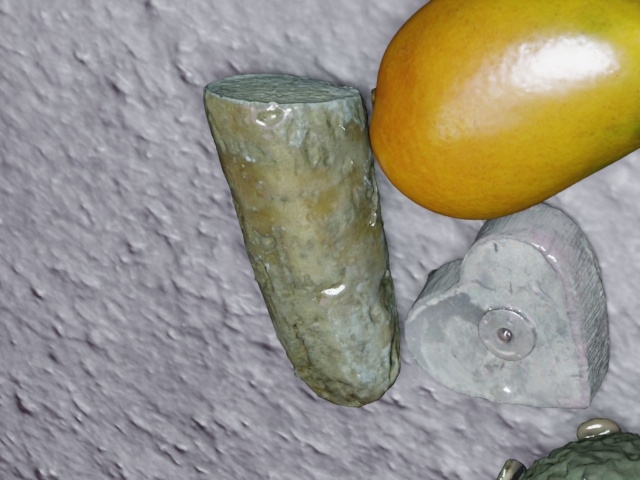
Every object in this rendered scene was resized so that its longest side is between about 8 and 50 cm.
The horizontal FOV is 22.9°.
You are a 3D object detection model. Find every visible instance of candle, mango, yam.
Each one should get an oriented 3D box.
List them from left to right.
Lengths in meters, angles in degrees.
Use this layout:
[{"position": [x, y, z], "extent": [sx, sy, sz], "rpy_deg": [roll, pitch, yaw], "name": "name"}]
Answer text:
[{"position": [0.000, 0.000, 1.339], "extent": [0.133, 0.133, 0.330], "rpy_deg": [2, 122, 29], "name": "yam"}, {"position": [0.147, -0.118, 1.180], "extent": [0.254, 0.139, 0.175], "rpy_deg": [-30, 112, 30], "name": "mango"}, {"position": [0.169, 0.068, 1.318], "extent": [0.168, 0.068, 0.192], "rpy_deg": [40, 133, 2], "name": "candle"}]

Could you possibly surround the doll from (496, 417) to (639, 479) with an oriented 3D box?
[{"position": [0.286, 0.308, 1.297], "extent": [0.247, 0.247, 0.349], "rpy_deg": [-30, 103, 38], "name": "doll"}]
